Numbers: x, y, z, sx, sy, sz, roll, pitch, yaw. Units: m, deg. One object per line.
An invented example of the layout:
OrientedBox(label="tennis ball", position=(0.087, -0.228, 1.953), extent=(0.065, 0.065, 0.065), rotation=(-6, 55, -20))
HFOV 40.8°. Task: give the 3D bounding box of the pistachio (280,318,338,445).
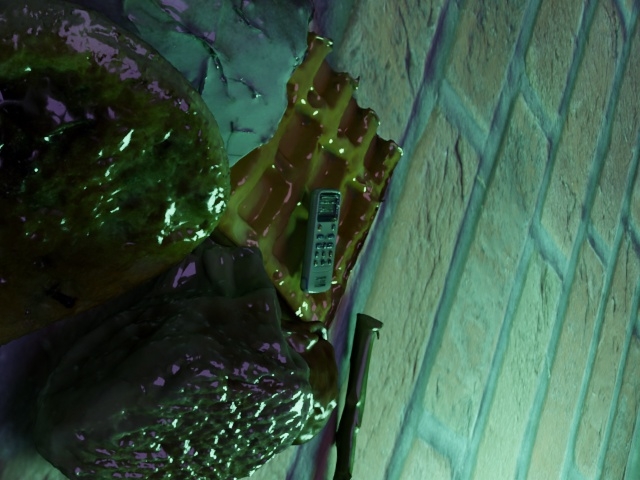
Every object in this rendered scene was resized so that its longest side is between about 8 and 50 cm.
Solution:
OrientedBox(label="pistachio", position=(-0.040, 0.172, 1.003), extent=(0.165, 0.130, 0.210), rotation=(-39, 145, -20))

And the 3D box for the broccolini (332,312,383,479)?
OrientedBox(label="broccolini", position=(0.043, 0.297, 1.172), extent=(0.079, 0.074, 0.392), rotation=(15, 83, -61))

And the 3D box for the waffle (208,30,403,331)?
OrientedBox(label="waffle", position=(-0.040, -0.085, 1.016), extent=(0.348, 0.077, 0.304), rotation=(50, 56, -45))

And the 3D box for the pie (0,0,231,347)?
OrientedBox(label="pie", position=(-0.220, -0.037, 0.646), extent=(0.323, 0.070, 0.323), rotation=(-18, 137, -17))

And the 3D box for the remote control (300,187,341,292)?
OrientedBox(label="remote control", position=(0.000, 0.000, 1.009), extent=(0.053, 0.018, 0.124), rotation=(-1, 99, -54))

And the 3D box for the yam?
OrientedBox(label="yam", position=(-0.176, -0.230, 0.699), extent=(0.348, 0.241, 0.241), rotation=(37, 65, -46))

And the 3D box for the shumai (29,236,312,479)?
OrientedBox(label="shumai", position=(-0.158, 0.124, 0.844), extent=(0.261, 0.222, 0.225), rotation=(-15, 139, -21))
